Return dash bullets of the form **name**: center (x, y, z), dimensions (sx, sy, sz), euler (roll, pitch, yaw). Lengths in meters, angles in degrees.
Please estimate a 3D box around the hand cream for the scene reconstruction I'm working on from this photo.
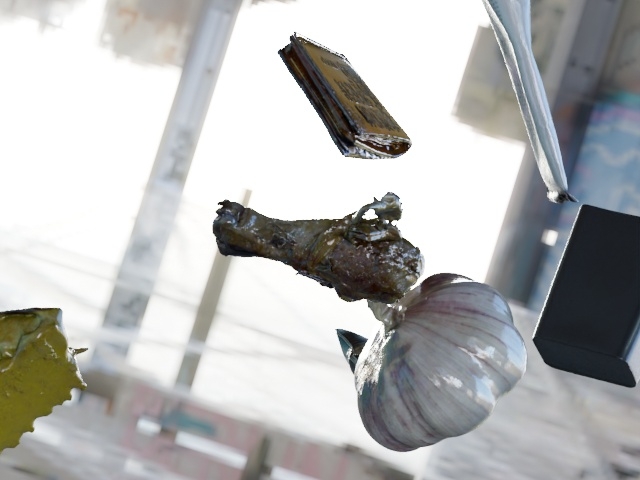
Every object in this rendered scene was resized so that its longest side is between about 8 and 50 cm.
- **hand cream**: center (0.220, -0.199, 1.795), dimensions (0.076, 0.336, 0.121), euler (-15, 6, 1)

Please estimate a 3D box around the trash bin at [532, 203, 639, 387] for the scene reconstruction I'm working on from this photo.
- **trash bin**: center (0.419, 0.080, 2.379), dimensions (0.165, 0.225, 0.115), euler (14, -26, 29)

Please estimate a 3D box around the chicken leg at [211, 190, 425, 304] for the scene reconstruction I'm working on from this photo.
- **chicken leg**: center (0.002, 0.005, 1.555), dimensions (0.196, 0.080, 0.125), euler (4, -35, 19)

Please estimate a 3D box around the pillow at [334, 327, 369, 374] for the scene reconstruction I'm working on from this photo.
- **pillow**: center (0.067, 0.170, 2.314), dimensions (0.091, 0.055, 0.135), euler (9, 13, -16)

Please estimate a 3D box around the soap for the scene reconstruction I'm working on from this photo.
- **soap**: center (-0.460, 0.251, 2.049), dimensions (0.339, 0.304, 0.169), euler (-8, -31, 26)

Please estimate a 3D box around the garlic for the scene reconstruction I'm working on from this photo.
- **garlic**: center (0.116, 0.118, 2.060), dimensions (0.253, 0.245, 0.245), euler (48, -15, -25)

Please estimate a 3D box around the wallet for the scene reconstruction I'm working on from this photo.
- **wallet**: center (0.034, -0.170, 1.986), dimensions (0.161, 0.042, 0.195), euler (58, 19, 14)
